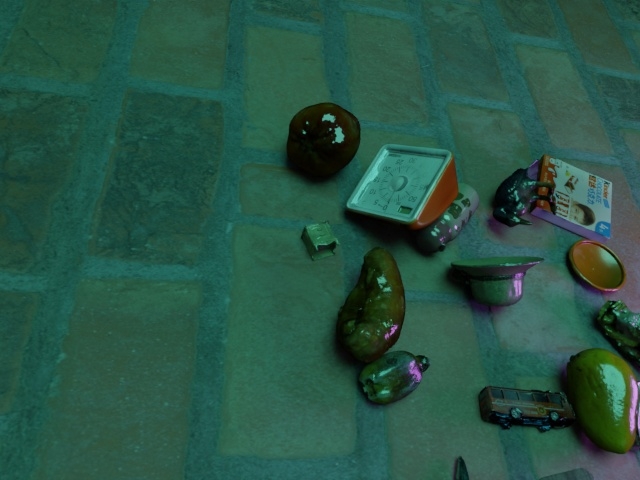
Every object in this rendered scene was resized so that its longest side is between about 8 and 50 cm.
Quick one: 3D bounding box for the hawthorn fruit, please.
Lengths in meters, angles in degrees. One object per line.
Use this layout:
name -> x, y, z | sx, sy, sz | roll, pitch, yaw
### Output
hawthorn fruit -> 0.028, -0.313, 1.642 | 0.224, 0.224, 0.261 | 40, 36, 12

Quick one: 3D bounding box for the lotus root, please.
lotus root -> 0.187, 0.329, 1.326 | 0.192, 0.088, 0.113 | -18, 80, -26

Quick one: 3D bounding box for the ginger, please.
ginger -> 0.135, 0.175, 1.380 | 0.165, 0.172, 0.321 | -7, 44, 25

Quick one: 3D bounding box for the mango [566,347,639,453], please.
mango -> 0.721, 0.405, 1.379 | 0.167, 0.130, 0.261 | -7, 63, 28

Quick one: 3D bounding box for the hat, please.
hat -> 0.493, 0.118, 1.503 | 0.257, 0.257, 0.130 | -4, 91, -17

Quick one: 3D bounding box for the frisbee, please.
frisbee -> 0.869, 0.082, 1.703 | 0.192, 0.035, 0.192 | 8, 55, -11

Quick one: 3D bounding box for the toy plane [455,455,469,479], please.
toy plane -> 0.331, 0.625, 1.159 | 0.223, 0.104, 0.326 | 32, 46, -27

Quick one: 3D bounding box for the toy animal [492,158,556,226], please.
toy animal -> 0.653, -0.147, 1.725 | 0.186, 0.122, 0.298 | -5, 45, 25

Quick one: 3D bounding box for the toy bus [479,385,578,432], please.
toy bus -> 0.523, 0.425, 1.365 | 0.235, 0.073, 0.096 | 6, 49, -10

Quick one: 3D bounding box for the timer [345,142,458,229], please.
timer -> 0.234, -0.137, 1.553 | 0.257, 0.161, 0.250 | 17, 54, 44

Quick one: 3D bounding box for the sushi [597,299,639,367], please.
sushi -> 0.934, 0.281, 1.537 | 0.139, 0.131, 0.291 | -32, 62, -29

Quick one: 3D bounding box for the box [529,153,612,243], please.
box -> 0.861, -0.146, 1.843 | 0.265, 0.048, 0.273 | 23, 54, 1

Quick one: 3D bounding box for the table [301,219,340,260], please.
table -> 0.000, 0.000, 1.506 | 0.079, 0.062, 0.083 | -15, 63, -22

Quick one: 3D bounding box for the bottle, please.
bottle -> 0.372, -0.064, 1.614 | 0.120, 0.120, 0.253 | 38, 56, 11

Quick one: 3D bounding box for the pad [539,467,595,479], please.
pad -> 0.551, 0.667, 1.220 | 0.323, 0.055, 0.250 | 7, 55, -32

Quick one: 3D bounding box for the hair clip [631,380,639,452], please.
hair clip -> 0.853, 0.459, 1.426 | 0.140, 0.054, 0.220 | 38, 55, -7
